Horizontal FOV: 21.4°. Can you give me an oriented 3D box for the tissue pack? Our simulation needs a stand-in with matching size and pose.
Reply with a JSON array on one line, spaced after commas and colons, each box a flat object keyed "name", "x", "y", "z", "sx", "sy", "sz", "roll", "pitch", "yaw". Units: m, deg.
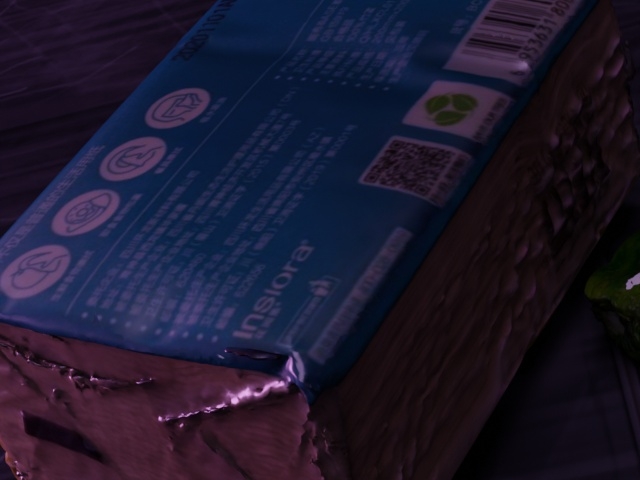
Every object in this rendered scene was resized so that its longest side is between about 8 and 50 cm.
[{"name": "tissue pack", "x": 0.000, "y": 0.000, "z": 0.715, "sx": 0.192, "sy": 0.134, "sz": 0.271, "roll": 9, "pitch": 44, "yaw": 34}]

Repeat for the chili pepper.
[{"name": "chili pepper", "x": 0.176, "y": -0.020, "z": 0.736, "sx": 0.073, "sy": 0.050, "sz": 0.182, "roll": 0, "pitch": 38, "yaw": 34}]
